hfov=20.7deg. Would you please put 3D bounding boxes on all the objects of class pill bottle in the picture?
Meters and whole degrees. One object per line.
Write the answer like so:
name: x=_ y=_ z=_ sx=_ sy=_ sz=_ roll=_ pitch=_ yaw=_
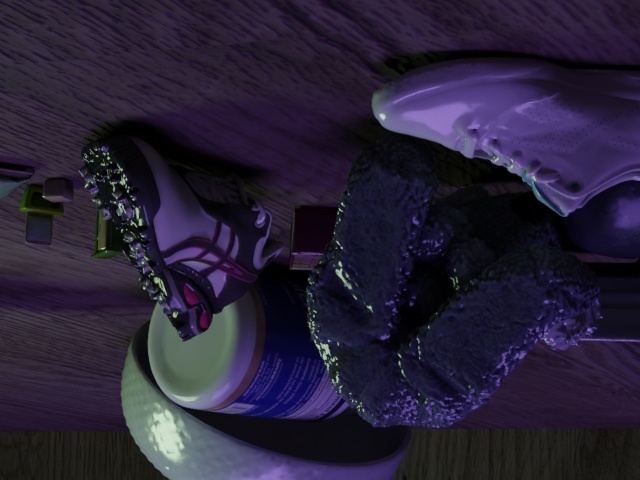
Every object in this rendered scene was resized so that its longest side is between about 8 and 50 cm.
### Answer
pill bottle: x=-0.042 y=0.116 z=1.883 sx=0.153 sy=0.153 sz=0.265 roll=-8 pitch=165 yaw=42

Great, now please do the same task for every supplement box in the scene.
supplement box: x=0.000 y=0.000 z=1.567 sx=0.055 sy=0.043 sz=0.083 roll=3 pitch=170 yaw=-3

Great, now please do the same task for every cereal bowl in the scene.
cereal bowl: x=-0.075 y=0.221 z=2.023 sx=0.339 sy=0.141 sz=0.339 roll=17 pitch=-160 yaw=-6

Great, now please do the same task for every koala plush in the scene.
koala plush: x=0.112 y=0.028 z=1.330 sx=0.196 sy=0.203 sz=0.221 roll=37 pitch=-151 yaw=16

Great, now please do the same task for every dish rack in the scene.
dish rack: x=0.211 y=0.044 z=1.560 sx=0.333 sy=0.072 sz=0.285 roll=2 pitch=-178 yaw=9

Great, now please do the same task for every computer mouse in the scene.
computer mouse: x=0.259 y=-0.014 z=1.382 sx=0.188 sy=0.072 sz=0.272 roll=-1 pitch=169 yaw=16

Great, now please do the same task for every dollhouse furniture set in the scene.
dollhouse furniture set: x=-0.239 y=-0.023 z=1.450 sx=0.152 sy=0.058 sz=0.076 roll=8 pitch=167 yaw=-30

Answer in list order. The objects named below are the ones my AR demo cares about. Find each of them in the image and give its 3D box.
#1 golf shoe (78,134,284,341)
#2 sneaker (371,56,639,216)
golf shoe: x=-0.108 y=-0.025 z=1.385 sx=0.120 sy=0.105 sz=0.273 roll=-33 pitch=157 yaw=-6
sneaker: x=0.138 y=-0.061 z=1.107 sx=0.212 sy=0.094 sz=0.080 roll=3 pitch=170 yaw=-2
